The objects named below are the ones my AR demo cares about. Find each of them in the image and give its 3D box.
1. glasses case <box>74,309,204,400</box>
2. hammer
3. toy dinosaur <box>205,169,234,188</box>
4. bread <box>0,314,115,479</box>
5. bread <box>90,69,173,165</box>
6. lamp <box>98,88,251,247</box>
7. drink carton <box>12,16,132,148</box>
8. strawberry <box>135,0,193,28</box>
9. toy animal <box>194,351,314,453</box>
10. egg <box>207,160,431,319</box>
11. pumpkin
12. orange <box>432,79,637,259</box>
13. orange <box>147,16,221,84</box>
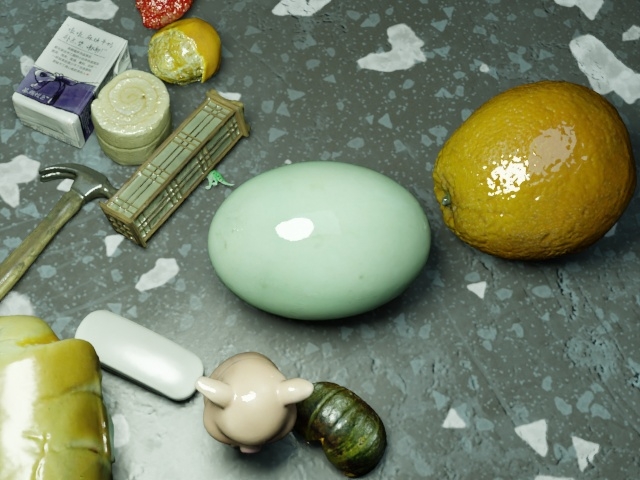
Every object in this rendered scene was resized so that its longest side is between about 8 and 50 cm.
[{"bbox_3d":[-0.312,0.198,1.505,0.233,0.059,0.092,23,63,6],"label":"glasses case"},{"bbox_3d":[-0.532,0.034,1.553,0.168,0.044,0.440,29,62,8],"label":"hammer"},{"bbox_3d":[-0.204,-0.128,1.688,0.083,0.021,0.062,4,56,4],"label":"toy dinosaur"},{"bbox_3d":[-0.426,0.276,1.333,0.210,0.301,0.342,-8,62,-11],"label":"bread"},{"bbox_3d":[-0.353,-0.228,1.655,0.134,0.141,0.148,42,70,9],"label":"bread"},{"bbox_3d":[-0.267,-0.140,1.639,0.090,0.089,0.325,28,65,26],"label":"lamp"},{"bbox_3d":[-0.479,-0.311,1.702,0.134,0.102,0.222,22,65,7],"label":"drink carton"},{"bbox_3d":[-0.321,-0.515,1.811,0.131,0.131,0.148,3,106,-4],"label":"strawberry"},{"bbox_3d":[-0.111,0.256,1.394,0.166,0.250,0.154,-17,84,-13],"label":"toy animal"},{"bbox_3d":[0.000,0.000,1.508,0.388,0.276,0.276,-2,65,-10],"label":"egg"},{"bbox_3d":[0.033,0.308,1.467,0.183,0.108,0.119,36,62,9],"label":"pumpkin"},{"bbox_3d":[0.387,-0.122,1.592,0.356,0.322,0.322,-15,67,-2],"label":"orange"},{"bbox_3d":[-0.266,-0.368,1.725,0.156,0.156,0.134,-49,115,-22],"label":"orange"}]
